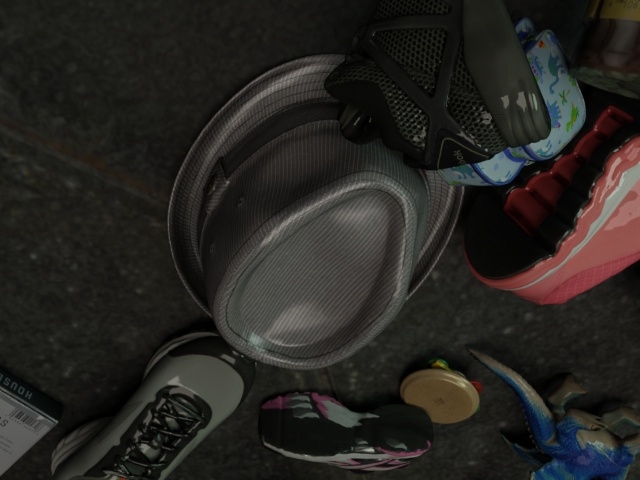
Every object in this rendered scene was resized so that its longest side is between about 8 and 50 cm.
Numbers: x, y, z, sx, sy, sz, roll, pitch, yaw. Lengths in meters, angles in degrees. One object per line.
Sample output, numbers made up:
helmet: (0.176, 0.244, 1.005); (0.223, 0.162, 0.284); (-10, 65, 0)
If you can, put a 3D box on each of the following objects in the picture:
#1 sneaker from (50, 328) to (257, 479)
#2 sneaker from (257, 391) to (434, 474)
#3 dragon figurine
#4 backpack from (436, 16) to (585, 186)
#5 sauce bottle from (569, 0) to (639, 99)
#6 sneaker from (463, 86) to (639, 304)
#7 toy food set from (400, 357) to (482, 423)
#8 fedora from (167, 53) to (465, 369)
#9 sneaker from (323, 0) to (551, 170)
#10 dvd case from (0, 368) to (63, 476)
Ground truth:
sneaker: (-0.162, 0.191, 0.636); (0.271, 0.108, 0.100); (-42, 111, 15)
sneaker: (0.022, 0.211, 0.685); (0.178, 0.072, 0.077); (9, 134, 0)
dragon figurine: (0.250, 0.225, 0.699); (0.289, 0.085, 0.144); (26, 112, -18)
backpack: (0.133, -0.098, 0.496); (0.114, 0.084, 0.105); (-44, 117, -20)
sauce bottle: (0.267, -0.258, 0.413); (0.111, 0.111, 0.344); (15, 104, -12)
sneaker: (0.265, -0.063, 0.556); (0.314, 0.116, 0.136); (-43, 133, 15)
toy food set: (0.123, 0.157, 0.680); (0.083, 0.020, 0.082); (38, 130, -12)
fedora: (0.000, 0.000, 0.539); (0.243, 0.124, 0.275); (36, 109, -21)
sneaker: (0.052, -0.146, 0.437); (0.130, 0.228, 0.087); (-21, 163, 20)
dvd case: (-0.403, 0.196, 0.662); (0.238, 0.029, 0.179); (-42, 113, 15)
